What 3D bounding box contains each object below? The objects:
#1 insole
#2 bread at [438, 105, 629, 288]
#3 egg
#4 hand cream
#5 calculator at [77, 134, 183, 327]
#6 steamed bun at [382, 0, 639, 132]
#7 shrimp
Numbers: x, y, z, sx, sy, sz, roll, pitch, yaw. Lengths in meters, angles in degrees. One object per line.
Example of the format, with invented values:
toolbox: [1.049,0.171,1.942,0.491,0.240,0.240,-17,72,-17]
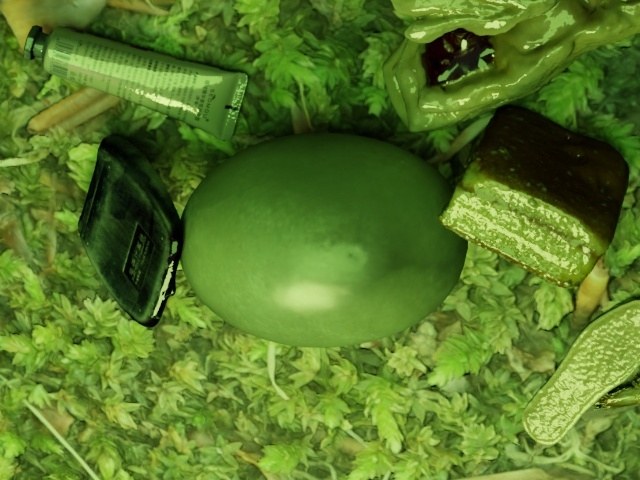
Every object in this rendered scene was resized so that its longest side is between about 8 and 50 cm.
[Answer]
insole: [0.339,0.166,1.925,0.081,0.011,0.248,43,118,13]
bread: [0.253,-0.059,1.741,0.184,0.234,0.110,28,119,2]
egg: [0.000,0.000,1.811,0.352,0.258,0.258,-4,112,13]
hand cream: [-0.230,-0.205,1.893,0.276,0.059,0.095,18,114,0]
calculator: [-0.232,-0.010,1.882,0.040,0.268,0.177,0,121,-35]
steamed bun: [0.219,-0.286,1.685,0.428,0.189,0.247,-27,97,22]
shrimp: [0.380,0.173,1.926,0.114,0.023,0.083,-20,102,23]
